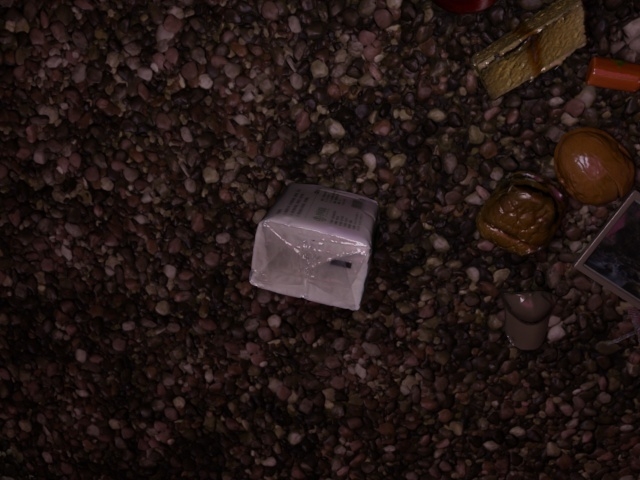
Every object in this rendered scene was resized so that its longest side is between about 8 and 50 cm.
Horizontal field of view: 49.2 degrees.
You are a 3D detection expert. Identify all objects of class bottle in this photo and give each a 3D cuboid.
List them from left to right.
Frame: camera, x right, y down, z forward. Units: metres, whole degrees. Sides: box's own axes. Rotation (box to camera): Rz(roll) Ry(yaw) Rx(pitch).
[{"bbox_3d":[0.710,-0.374,1.605,0.187,0.069,0.069,12,107,4],"label":"bottle"}]

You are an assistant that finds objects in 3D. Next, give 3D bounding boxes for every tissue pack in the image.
[{"bbox_3d":[0.000,0.002,1.674,0.266,0.356,0.194,13,110,5],"label":"tissue pack"}]

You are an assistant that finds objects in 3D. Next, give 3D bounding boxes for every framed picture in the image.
[{"bbox_3d":[0.820,0.054,1.719,0.324,0.020,0.240,34,106,-5],"label":"framed picture"}]

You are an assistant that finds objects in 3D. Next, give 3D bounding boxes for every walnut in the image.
[{"bbox_3d":[0.651,-0.168,1.661,0.211,0.087,0.167,44,110,-5],"label":"walnut"}]

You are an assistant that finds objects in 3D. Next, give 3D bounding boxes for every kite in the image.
[{"bbox_3d":[0.805,0.231,1.791,0.153,0.005,0.137,-19,103,13],"label":"kite"}]

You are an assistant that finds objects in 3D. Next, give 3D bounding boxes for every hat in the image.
[{"bbox_3d":[0.537,0.205,1.785,0.147,0.085,0.175,-1,104,8],"label":"hat"}]

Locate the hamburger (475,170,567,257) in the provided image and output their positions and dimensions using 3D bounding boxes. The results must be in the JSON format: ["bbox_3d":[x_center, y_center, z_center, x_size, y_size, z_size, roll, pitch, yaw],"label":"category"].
[{"bbox_3d":[0.490,-0.063,1.697,0.183,0.130,0.206,28,110,3],"label":"hamburger"}]

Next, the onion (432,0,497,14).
[{"bbox_3d":[0.317,-0.629,1.490,0.276,0.276,0.276,2,106,8],"label":"onion"}]

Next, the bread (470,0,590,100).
[{"bbox_3d":[0.477,-0.445,1.598,0.266,0.142,0.178,-29,140,14],"label":"bread"}]
